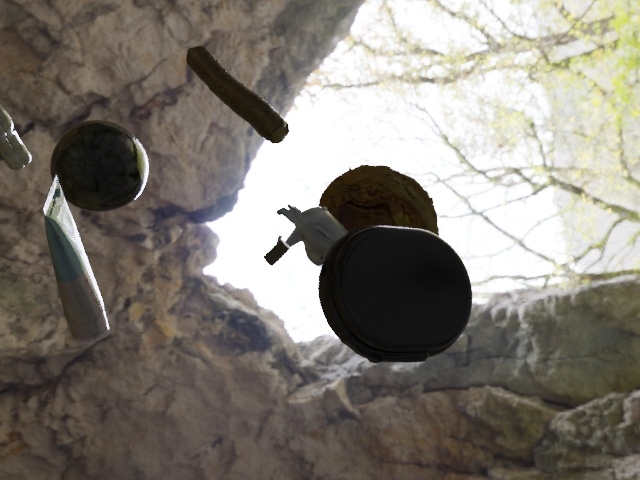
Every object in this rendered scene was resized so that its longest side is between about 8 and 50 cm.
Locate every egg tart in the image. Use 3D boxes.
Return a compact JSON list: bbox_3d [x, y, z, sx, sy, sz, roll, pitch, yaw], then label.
[{"bbox_3d":[0.159,-0.046,1.646,0.351,0.352,0.150,68,-154,-16],"label":"egg tart"}]

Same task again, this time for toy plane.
[{"bbox_3d":[0.004,-0.004,1.424,0.122,0.267,0.267,-52,-41,1],"label":"toy plane"}]

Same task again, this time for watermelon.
[{"bbox_3d":[-0.486,-0.163,1.363,0.212,0.212,0.212,30,-126,-52],"label":"watermelon"}]

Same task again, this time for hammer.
[{"bbox_3d":[-0.060,0.007,0.890,0.019,0.035,0.110,45,-171,-9],"label":"hammer"}]

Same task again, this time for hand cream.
[{"bbox_3d":[-0.437,0.048,1.070,0.111,0.070,0.312,-105,10,-55],"label":"hand cream"}]

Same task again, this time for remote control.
[{"bbox_3d":[-0.359,-0.124,0.674,0.074,0.122,0.032,45,-111,6],"label":"remote control"}]

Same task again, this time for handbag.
[{"bbox_3d":[0.140,0.098,1.139,0.308,0.093,0.253,4,-107,-24],"label":"handbag"}]

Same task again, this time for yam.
[{"bbox_3d":[-0.206,-0.359,1.502,0.356,0.081,0.081,46,-159,23],"label":"yam"}]
